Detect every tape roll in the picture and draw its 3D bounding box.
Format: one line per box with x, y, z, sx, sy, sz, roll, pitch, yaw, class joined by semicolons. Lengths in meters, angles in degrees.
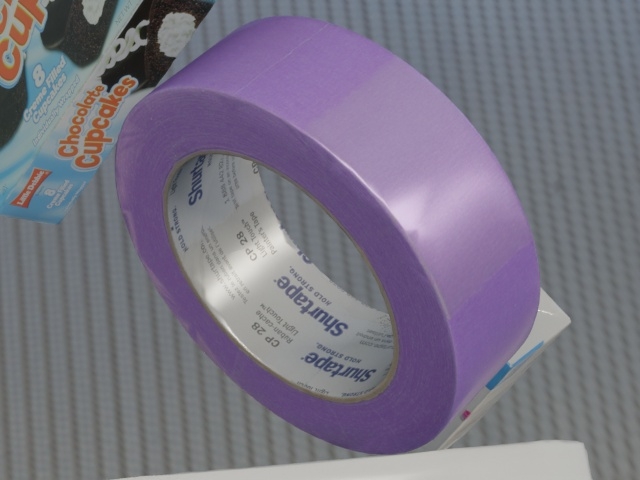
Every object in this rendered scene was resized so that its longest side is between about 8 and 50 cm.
0.000;0.000;1.087;0.275;0.275;0.090;49;58;1;tape roll

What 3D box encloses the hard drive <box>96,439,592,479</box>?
-0.005;0.205;0.415;0.203;0.040;0.307;-4;65;-11;hard drive

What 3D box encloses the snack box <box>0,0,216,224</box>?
-0.157;-0.188;1.232;0.060;0.322;0.187;12;39;-40;snack box

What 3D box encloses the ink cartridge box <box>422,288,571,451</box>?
0.130;0.121;1.534;0.061;0.181;0.104;47;43;13;ink cartridge box
